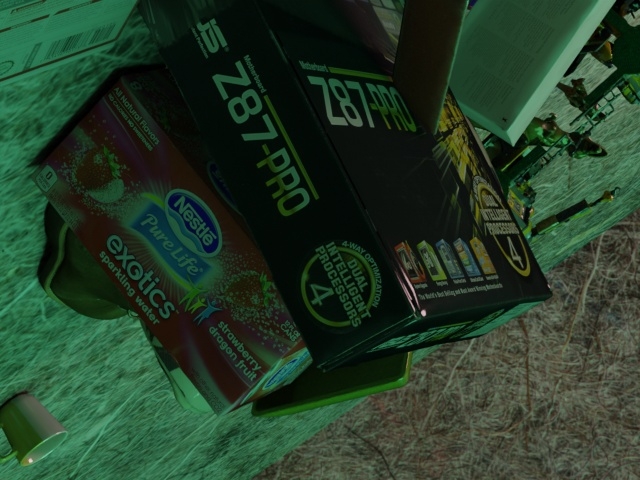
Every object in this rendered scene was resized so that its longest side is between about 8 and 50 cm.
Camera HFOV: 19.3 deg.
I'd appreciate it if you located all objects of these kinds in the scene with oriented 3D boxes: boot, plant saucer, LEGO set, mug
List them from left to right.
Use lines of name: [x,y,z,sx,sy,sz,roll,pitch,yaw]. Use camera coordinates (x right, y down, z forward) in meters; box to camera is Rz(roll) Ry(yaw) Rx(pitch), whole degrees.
mug: [-0.322,0.203,2.047,0.062,0.064,0.078,-43,166,23]
boot: [-0.184,0.037,1.731,0.112,0.115,0.305,-37,169,-13]
plant saucer: [0.031,0.098,1.939,0.188,0.045,0.188,-17,-137,31]
plant saucer: [0.103,-0.243,1.411,0.258,0.047,0.259,95,7,-72]
LEGO set: [0.256,-0.123,2.032,0.331,0.255,0.192,-49,140,-1]

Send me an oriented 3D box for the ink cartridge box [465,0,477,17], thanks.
ink cartridge box: [0.112,-0.207,1.830,0.206,0.045,0.208,-42,165,18]

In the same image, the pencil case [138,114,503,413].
pencil case: [0.000,0.000,1.892,0.410,0.183,0.160,-33,141,14]

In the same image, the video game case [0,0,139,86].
video game case: [-0.161,-0.192,1.193,0.204,0.025,0.285,-26,163,-41]

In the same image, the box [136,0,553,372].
box: [0.032,-0.068,1.480,0.097,0.318,0.395,-31,169,19]

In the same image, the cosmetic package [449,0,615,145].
cosmetic package: [0.204,-0.213,1.732,0.239,0.099,0.060,-54,161,-3]

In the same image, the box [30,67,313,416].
box: [-0.091,-0.004,1.510,0.128,0.257,0.122,-44,169,27]
